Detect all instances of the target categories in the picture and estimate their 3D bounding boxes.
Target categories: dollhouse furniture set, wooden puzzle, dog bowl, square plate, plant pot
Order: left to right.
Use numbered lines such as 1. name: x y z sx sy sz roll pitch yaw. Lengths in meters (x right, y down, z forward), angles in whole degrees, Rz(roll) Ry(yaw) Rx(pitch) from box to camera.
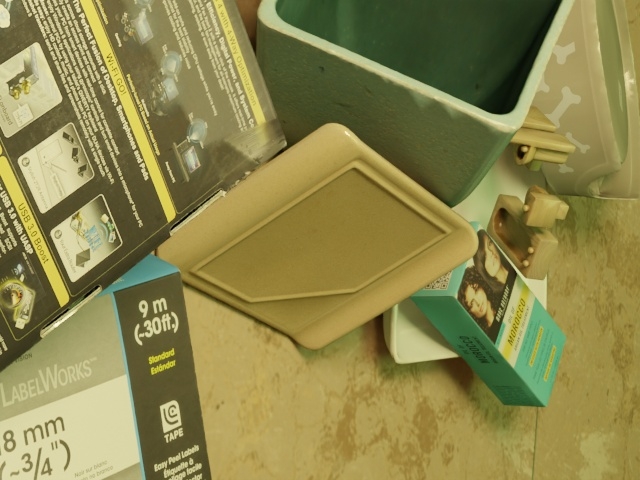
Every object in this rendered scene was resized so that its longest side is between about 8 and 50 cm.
1. wooden puzzle: 0.000 0.000 1.272 0.238 0.221 0.044 36 30 -44
2. plant pot: 0.080 -0.169 1.318 0.252 0.247 0.247 109 7 -58
3. square plate: 0.167 -0.035 1.604 0.344 0.049 0.347 3 86 -53
4. dollhouse furniture set: 0.192 -0.061 1.518 0.123 0.144 0.151 7 116 -22
5. dog bowl: 0.325 -0.213 1.705 0.349 0.102 0.349 -6 90 -70

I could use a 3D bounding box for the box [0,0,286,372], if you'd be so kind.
1. box: -0.206 -0.148 0.828 0.318 0.097 0.395 -41 126 -31

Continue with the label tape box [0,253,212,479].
1. label tape box: -0.215 0.101 1.054 0.240 0.106 0.334 -18 103 -52

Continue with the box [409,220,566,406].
1. box: 0.194 0.087 1.545 0.244 0.060 0.100 48 53 -41
